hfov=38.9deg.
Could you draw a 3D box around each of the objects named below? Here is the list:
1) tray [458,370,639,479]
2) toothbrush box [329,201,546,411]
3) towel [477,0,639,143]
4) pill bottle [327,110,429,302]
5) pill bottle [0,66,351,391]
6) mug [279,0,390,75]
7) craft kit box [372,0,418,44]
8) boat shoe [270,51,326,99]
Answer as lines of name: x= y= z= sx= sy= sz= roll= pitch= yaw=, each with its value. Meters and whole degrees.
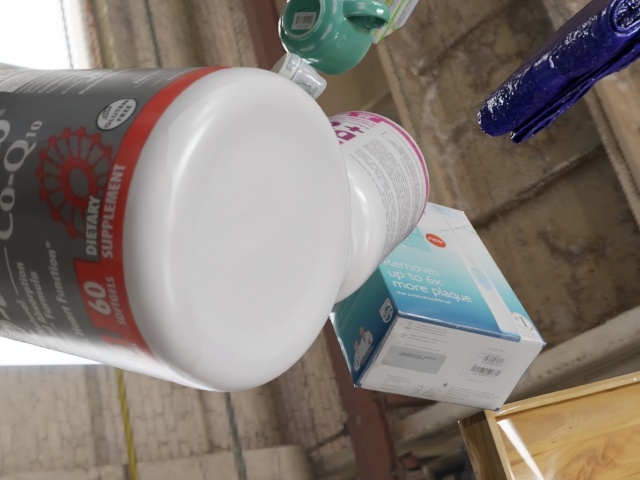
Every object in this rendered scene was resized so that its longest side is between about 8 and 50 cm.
tray: x=0.406 y=0.309 z=1.299 sx=0.076 sy=0.411 sz=0.202 roll=-44 pitch=-122 yaw=55
toothbrush box: x=0.124 y=0.065 z=1.190 sx=0.126 sy=0.216 sz=0.295 roll=-63 pitch=-153 yaw=27
towel: x=0.326 y=-0.232 z=1.051 sx=0.076 sy=0.228 sz=0.308 roll=47 pitch=-21 yaw=-2
pill bottle: x=-0.001 y=-0.028 z=0.882 sx=0.160 sy=0.283 sz=0.160 roll=6 pitch=-72 yaw=18
pill bottle: x=-0.178 y=-0.021 z=0.673 sx=0.363 sy=0.210 sz=0.210 roll=6 pitch=-89 yaw=35
mug: x=0.011 y=-0.330 z=1.349 sx=0.158 sy=0.097 sz=0.129 roll=-43 pitch=-122 yaw=24
craft kit box: x=0.166 y=-0.483 z=1.610 sx=0.061 sy=0.246 sz=0.250 roll=32 pitch=-64 yaw=0
boat shoe: x=-0.068 y=-0.162 z=1.242 sx=0.227 sy=0.081 sz=0.079 roll=-43 pitch=-160 yaw=48
